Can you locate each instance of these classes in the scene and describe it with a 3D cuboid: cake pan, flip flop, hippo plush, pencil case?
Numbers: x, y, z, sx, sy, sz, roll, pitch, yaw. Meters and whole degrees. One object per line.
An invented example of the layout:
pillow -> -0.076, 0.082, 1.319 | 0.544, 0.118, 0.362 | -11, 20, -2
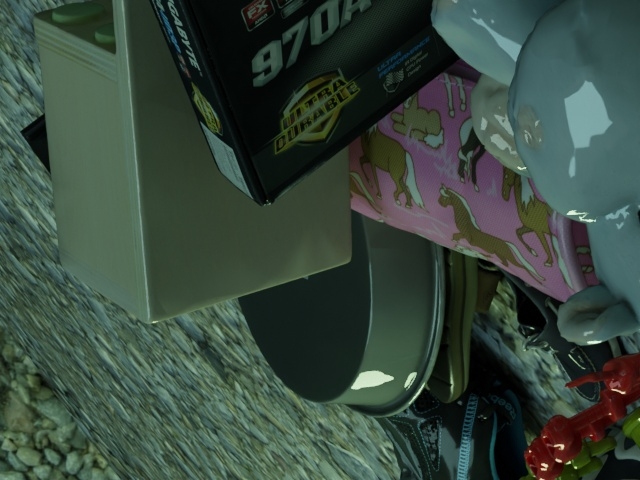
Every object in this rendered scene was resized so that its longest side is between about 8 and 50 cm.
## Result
cake pan -> 0.000, 0.000, 1.567 | 0.293, 0.054, 0.293 | 33, 129, 55
flip flop -> 0.100, 0.019, 1.559 | 0.112, 0.080, 0.277 | 43, 146, 37
hippo plush -> 0.153, -0.044, 0.934 | 0.234, 0.236, 0.294 | -16, 116, 30
pencil case -> 0.095, -0.068, 1.269 | 0.386, 0.167, 0.160 | 26, 106, 50

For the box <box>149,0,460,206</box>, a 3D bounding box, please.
box -> 0.015, -0.148, 1.110 | 0.051, 0.220, 0.175 | 38, 158, 40

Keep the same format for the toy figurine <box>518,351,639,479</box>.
toy figurine -> 0.260, 0.175, 1.224 | 0.217, 0.191, 0.362 | 61, 169, 16

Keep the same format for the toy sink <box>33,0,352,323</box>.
toy sink -> -0.082, -0.092, 1.242 | 0.131, 0.152, 0.234 | 28, 128, 51

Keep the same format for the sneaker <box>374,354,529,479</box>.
sneaker -> 0.100, 0.121, 1.733 | 0.139, 0.125, 0.341 | -21, 107, 41

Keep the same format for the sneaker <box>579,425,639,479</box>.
sneaker -> 0.204, 0.225, 1.580 | 0.094, 0.153, 0.235 | 52, 161, -2

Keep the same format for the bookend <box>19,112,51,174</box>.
bookend -> -0.223, -0.077, 2.100 | 0.157, 0.072, 0.156 | 55, 160, -12

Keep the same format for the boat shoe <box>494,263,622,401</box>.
boat shoe -> 0.160, 0.050, 1.481 | 0.075, 0.065, 0.206 | 22, 147, 54
